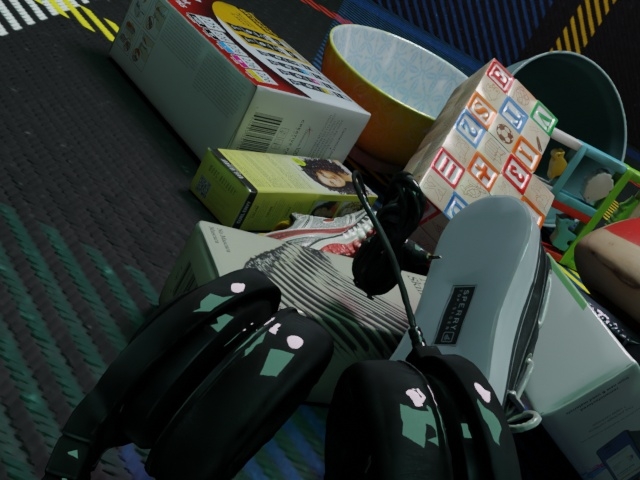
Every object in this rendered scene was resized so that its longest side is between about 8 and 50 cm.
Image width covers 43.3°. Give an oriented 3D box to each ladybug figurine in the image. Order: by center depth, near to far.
[{"bbox_3d":[0.504,0.097,1.037,0.305,0.162,0.449,43,7,-26],"label":"ladybug figurine"}]

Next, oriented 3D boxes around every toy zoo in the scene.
[{"bbox_3d":[0.369,-0.074,1.290,0.293,0.192,0.030,24,24,-13],"label":"toy zoo"}]

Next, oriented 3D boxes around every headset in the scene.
[{"bbox_3d":[-0.005,0.118,0.479,0.244,0.185,0.394,23,56,1],"label":"headset"}]

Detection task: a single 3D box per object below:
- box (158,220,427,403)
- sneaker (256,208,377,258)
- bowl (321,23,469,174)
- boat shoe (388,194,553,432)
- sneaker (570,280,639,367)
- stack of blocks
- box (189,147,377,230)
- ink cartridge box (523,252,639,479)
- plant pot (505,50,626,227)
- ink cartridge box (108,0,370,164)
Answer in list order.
[{"bbox_3d":[0.008,0.075,0.702,0.275,0.094,0.113,13,30,-33],"label":"box"},{"bbox_3d":[0.000,0.000,0.852,0.093,0.088,0.225,32,22,16],"label":"sneaker"},{"bbox_3d":[0.113,-0.199,1.271,0.290,0.156,0.289,20,33,-13],"label":"bowl"},{"bbox_3d":[0.108,0.112,0.622,0.105,0.113,0.306,50,50,-36],"label":"boat shoe"},{"bbox_3d":[0.312,0.104,0.984,0.163,0.086,0.226,30,12,-29],"label":"sneaker"},{"bbox_3d":[0.212,-0.084,1.052,0.171,0.087,0.297,42,51,-11],"label":"stack of blocks"},{"bbox_3d":[-0.037,-0.058,0.959,0.232,0.058,0.087,-3,40,-51],"label":"box"},{"bbox_3d":[0.242,0.138,0.743,0.212,0.093,0.154,52,9,-36],"label":"ink cartridge box"},{"bbox_3d":[0.361,-0.178,1.429,0.293,0.292,0.196,19,-1,-24],"label":"plant pot"},{"bbox_3d":[-0.092,-0.209,1.107,0.272,0.130,0.309,4,34,-47],"label":"ink cartridge box"}]
